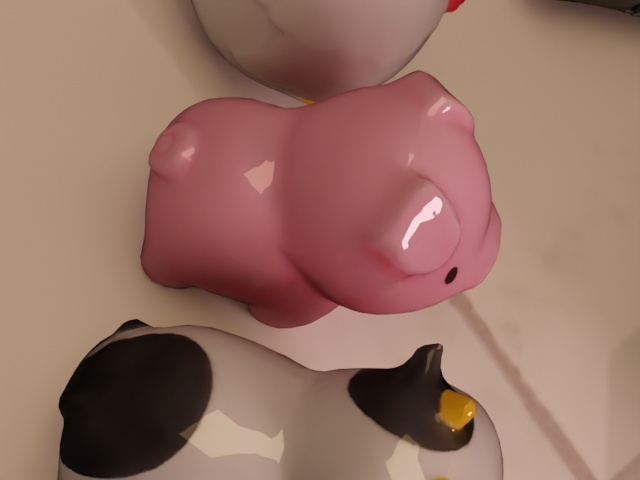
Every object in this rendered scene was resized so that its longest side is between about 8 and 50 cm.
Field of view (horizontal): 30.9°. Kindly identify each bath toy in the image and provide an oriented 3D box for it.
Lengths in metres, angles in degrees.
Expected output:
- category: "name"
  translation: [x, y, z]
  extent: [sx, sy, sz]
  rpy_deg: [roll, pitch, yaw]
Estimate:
- category: "bath toy"
  translation: [0.000, 0.000, 0.409]
  extent: [0.151, 0.129, 0.348]
  rpy_deg: [14, 64, -15]

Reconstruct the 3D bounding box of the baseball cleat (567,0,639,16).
- category: "baseball cleat"
  translation: [0.205, -0.115, 0.564]
  extent: [0.206, 0.072, 0.109]
  rpy_deg: [-10, 92, -12]
